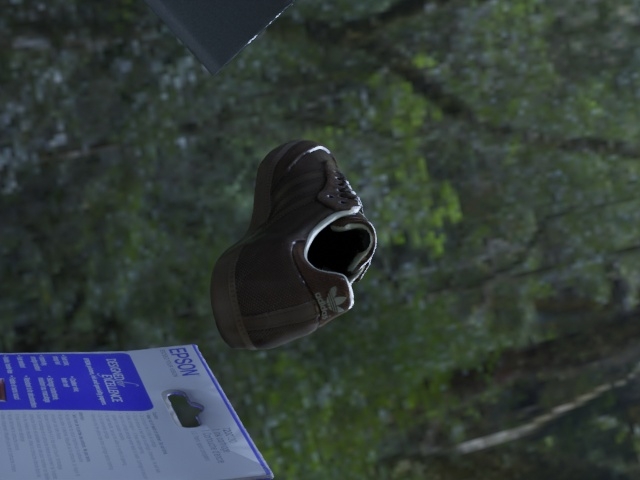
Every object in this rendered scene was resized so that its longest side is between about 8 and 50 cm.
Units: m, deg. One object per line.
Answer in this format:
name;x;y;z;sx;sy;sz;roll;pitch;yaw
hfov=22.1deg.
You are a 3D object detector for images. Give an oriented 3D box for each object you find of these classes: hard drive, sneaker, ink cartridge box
hard drive;-0.064;-0.163;0.819;0.135;0.094;0.022;47;2;-7
sneaker;0.000;0.000;0.860;0.188;0.071;0.066;-68;146;-58
ink cartridge box;-0.150;0.111;0.894;0.206;0.208;0.045;-133;-136;-68
